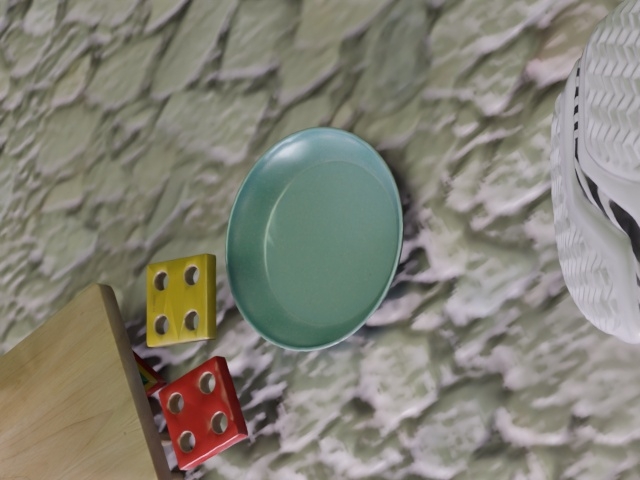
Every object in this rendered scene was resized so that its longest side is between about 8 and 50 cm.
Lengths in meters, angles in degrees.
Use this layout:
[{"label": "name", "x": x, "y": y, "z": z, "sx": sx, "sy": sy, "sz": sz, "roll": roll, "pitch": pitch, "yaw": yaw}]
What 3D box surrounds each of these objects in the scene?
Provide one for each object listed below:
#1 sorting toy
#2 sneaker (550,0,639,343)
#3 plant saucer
[{"label": "sorting toy", "x": -0.133, "y": 0.111, "z": 0.772, "sx": 0.274, "sy": 0.046, "sz": 0.132, "roll": -37, "pitch": 61, "yaw": 28}, {"label": "sneaker", "x": 0.235, "y": -0.039, "z": 0.456, "sx": 0.366, "sy": 0.210, "sz": 0.137, "roll": 145, "pitch": 125, "yaw": -68}, {"label": "plant saucer", "x": 0.000, "y": 0.000, "z": 0.702, "sx": 0.119, "sy": 0.021, "sz": 0.119, "roll": -8, "pitch": 76, "yaw": 37}]
